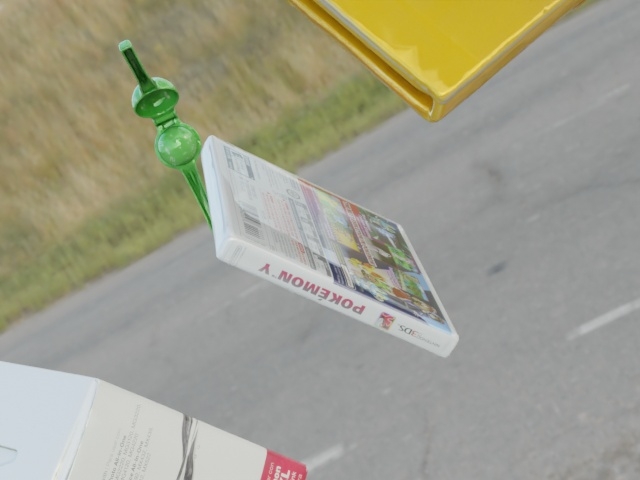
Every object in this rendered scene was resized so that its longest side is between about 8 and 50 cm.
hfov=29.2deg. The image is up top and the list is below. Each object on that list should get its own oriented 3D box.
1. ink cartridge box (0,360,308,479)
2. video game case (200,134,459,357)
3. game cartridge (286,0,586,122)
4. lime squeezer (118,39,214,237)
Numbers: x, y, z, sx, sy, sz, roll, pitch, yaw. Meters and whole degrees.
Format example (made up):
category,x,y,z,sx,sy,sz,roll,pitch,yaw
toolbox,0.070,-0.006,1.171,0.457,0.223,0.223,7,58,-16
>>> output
category,x,y,z,sx,sy,sz,roll,pitch,yaw
ink cartridge box,-0.099,0.116,0.630,0.109,0.150,0.063,1,67,45
video game case,0.000,0.000,0.914,0.023,0.183,0.201,-60,19,17
game cartridge,0.114,-0.290,1.138,0.323,0.285,0.053,-39,-18,-24
lime squeezer,-0.170,-0.125,1.448,0.059,0.310,0.110,-34,39,-15
